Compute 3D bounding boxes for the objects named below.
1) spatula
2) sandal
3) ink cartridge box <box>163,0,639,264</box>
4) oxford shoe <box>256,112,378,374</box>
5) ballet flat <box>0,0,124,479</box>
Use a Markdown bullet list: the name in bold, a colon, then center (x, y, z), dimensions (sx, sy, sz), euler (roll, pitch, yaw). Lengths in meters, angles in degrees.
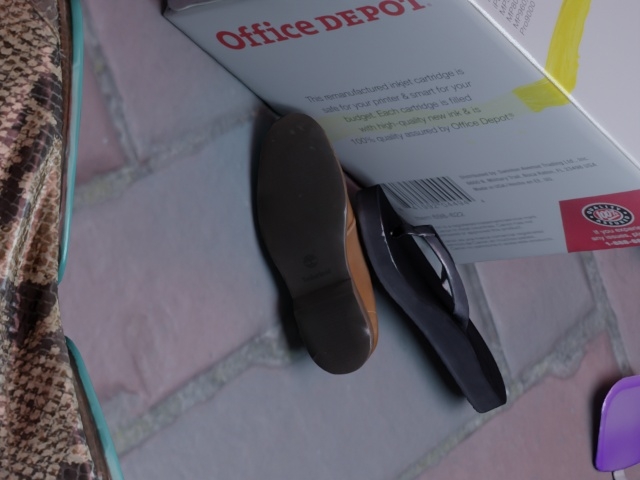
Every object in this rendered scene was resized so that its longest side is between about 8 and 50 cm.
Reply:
- **spatula**: center (0.306, 0.279, 1.712), dimensions (0.084, 0.030, 0.296), euler (-4, 88, -44)
- **sandal**: center (0.103, 0.040, 1.500), dimensions (0.254, 0.054, 0.097), euler (53, 19, -34)
- **ink cartridge box**: center (0.114, -0.151, 1.400), dimensions (0.385, 0.279, 0.160), euler (39, 61, -35)
- **oxford shoe**: center (0.000, 0.000, 1.433), dimensions (0.076, 0.076, 0.212), euler (-26, 105, -72)
- **ballet flat**: center (-0.229, 0.052, 1.153), dimensions (0.182, 0.164, 0.482), euler (-5, 82, -23)
